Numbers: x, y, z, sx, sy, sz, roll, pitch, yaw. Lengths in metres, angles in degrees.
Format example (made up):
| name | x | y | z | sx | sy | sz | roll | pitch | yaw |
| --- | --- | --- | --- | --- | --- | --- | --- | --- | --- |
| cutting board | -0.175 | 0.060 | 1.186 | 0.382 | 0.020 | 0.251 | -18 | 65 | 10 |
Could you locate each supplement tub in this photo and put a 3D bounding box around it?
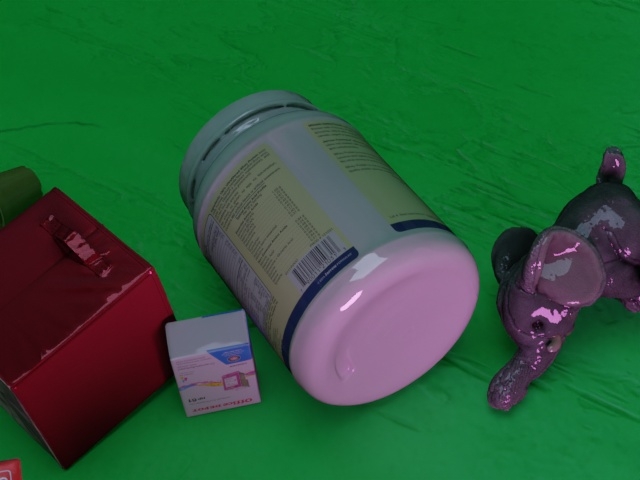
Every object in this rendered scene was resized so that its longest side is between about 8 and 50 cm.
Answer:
| name | x | y | z | sx | sy | sz | roll | pitch | yaw |
| --- | --- | --- | --- | --- | --- | --- | --- | --- | --- |
| supplement tub | 0.000 | 0.000 | 1.393 | 0.235 | 0.235 | 0.325 | -27 | 52 | -17 |

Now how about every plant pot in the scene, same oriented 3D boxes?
| name | x | y | z | sx | sy | sz | roll | pitch | yaw |
| --- | --- | --- | --- | --- | --- | --- | --- | --- | --- |
| plant pot | -0.405 | -0.058 | 1.594 | 0.083 | 0.083 | 0.079 | 30 | 45 | 28 |

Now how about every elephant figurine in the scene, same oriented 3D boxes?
| name | x | y | z | sx | sy | sz | roll | pitch | yaw |
| --- | --- | --- | --- | --- | --- | --- | --- | --- | --- |
| elephant figurine | 0.264 | 0.044 | 1.373 | 0.239 | 0.169 | 0.186 | -19 | 55 | -16 |

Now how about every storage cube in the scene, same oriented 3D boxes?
| name | x | y | z | sx | sy | sz | roll | pitch | yaw |
| --- | --- | --- | --- | --- | --- | --- | --- | --- | --- |
| storage cube | -0.288 | 0.095 | 1.358 | 0.193 | 0.215 | 0.183 | -42 | 58 | -20 |

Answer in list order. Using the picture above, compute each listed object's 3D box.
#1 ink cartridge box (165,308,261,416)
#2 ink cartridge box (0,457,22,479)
| name | x | y | z | sx | sy | sz | roll | pitch | yaw |
| --- | --- | --- | --- | --- | --- | --- | --- | --- | --- |
| ink cartridge box | -0.117 | 0.137 | 1.361 | 0.088 | 0.122 | 0.052 | -11 | 53 | -4 |
| ink cartridge box | -0.362 | 0.316 | 0.984 | 0.261 | 0.066 | 0.296 | -10 | 57 | -10 |
